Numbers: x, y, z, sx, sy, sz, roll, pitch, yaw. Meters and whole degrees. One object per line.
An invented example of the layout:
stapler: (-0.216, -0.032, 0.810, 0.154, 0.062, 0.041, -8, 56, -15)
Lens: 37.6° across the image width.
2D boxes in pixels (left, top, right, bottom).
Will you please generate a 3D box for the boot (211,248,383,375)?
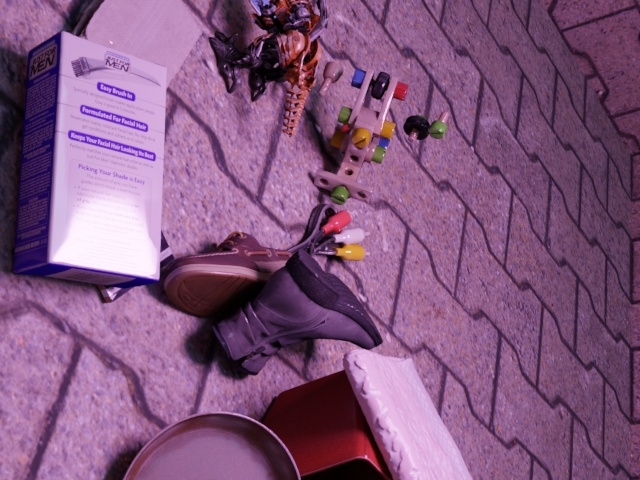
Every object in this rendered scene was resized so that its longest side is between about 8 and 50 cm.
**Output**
boot: (-0.042, 0.157, 1.665, 0.338, 0.223, 0.118, 43, 8, -49)

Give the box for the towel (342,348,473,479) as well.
towel: (0.166, 0.343, 1.603, 0.332, 0.053, 0.317, 64, 16, 17)

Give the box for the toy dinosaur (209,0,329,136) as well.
toy dinosaur: (-0.077, -0.363, 1.771, 0.164, 0.218, 0.322, 41, 47, -41)

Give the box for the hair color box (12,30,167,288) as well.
hair color box: (-0.332, -0.111, 1.373, 0.185, 0.110, 0.339, 13, 73, -44)

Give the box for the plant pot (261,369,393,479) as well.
plant pot: (0.036, 0.383, 1.651, 0.267, 0.267, 0.236, 50, 29, -33)

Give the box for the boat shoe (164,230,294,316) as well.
boat shoe: (-0.145, 0.050, 1.637, 0.342, 0.123, 0.123, 4, 50, -48)

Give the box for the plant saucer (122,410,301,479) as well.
plant saucer: (-0.170, 0.415, 1.422, 0.310, 0.050, 0.310, 4, 81, -29)

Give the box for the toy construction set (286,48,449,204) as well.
toy construction set: (0.050, -0.220, 1.937, 0.309, 0.257, 0.237, 36, 60, -17)

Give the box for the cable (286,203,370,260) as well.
cable: (0.000, 0.000, 1.883, 0.287, 0.072, 0.139, -22, 91, -56)

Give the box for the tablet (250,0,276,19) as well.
tablet: (-0.115, -0.479, 1.947, 0.083, 0.006, 0.054, 48, 43, -34)

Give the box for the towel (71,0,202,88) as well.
towel: (-0.307, -0.342, 1.584, 0.187, 0.049, 0.282, 54, 40, -32)

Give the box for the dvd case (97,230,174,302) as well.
dvd case: (-0.326, -0.035, 1.469, 0.164, 0.018, 0.221, -41, 111, -53)
